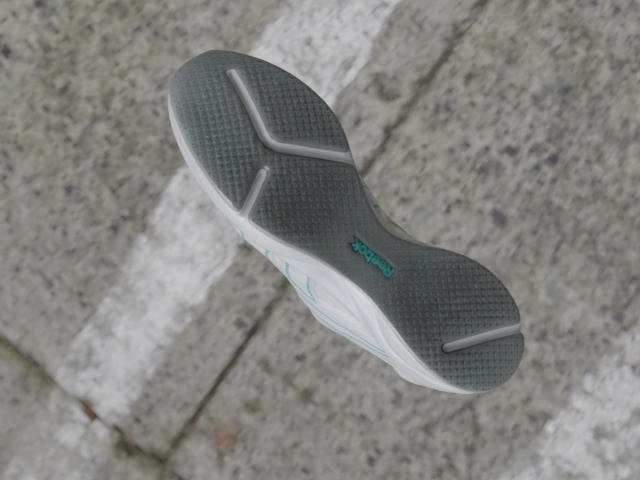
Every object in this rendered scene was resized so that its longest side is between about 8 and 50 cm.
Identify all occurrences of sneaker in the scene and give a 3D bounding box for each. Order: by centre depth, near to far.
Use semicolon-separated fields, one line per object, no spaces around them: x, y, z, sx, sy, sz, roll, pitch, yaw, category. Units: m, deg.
0.000;0.000;0.548;0.152;0.054;0.061;46;157;-5;sneaker
